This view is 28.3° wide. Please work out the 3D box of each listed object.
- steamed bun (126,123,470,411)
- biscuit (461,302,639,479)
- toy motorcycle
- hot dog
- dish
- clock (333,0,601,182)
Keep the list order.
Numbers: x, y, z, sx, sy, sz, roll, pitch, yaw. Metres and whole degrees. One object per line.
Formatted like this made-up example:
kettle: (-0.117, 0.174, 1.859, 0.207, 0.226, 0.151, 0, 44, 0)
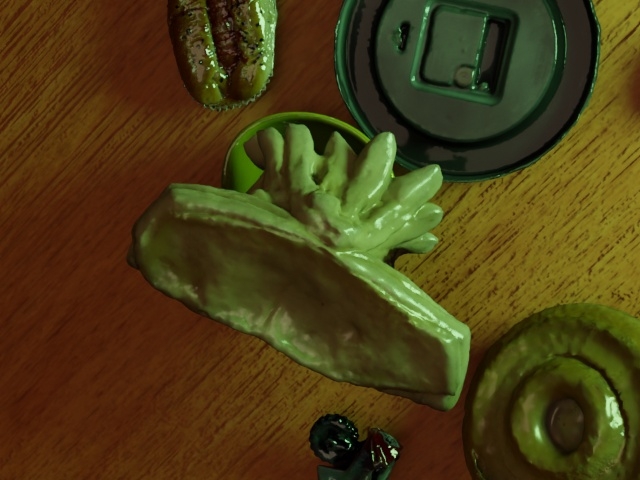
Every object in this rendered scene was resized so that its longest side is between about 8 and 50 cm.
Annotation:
steamed bun: (0.000, 0.000, 1.480, 0.428, 0.189, 0.247, 21, 129, 9)
biscuit: (0.299, 0.217, 1.506, 0.296, 0.102, 0.296, -11, 70, 34)
toy motorcycle: (0.057, 0.323, 1.644, 0.122, 0.082, 0.213, -4, 104, 24)
hot dog: (-0.126, -0.299, 1.620, 0.144, 0.075, 0.267, -2, 98, 11)
dish: (-0.015, -0.031, 1.606, 0.221, 0.108, 0.262, 14, 100, 10)
clock: (0.179, -0.233, 1.559, 0.325, 0.067, 0.325, 1, 96, 13)
